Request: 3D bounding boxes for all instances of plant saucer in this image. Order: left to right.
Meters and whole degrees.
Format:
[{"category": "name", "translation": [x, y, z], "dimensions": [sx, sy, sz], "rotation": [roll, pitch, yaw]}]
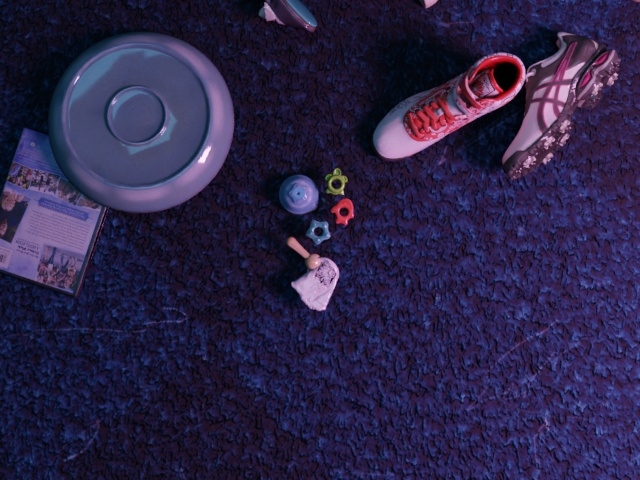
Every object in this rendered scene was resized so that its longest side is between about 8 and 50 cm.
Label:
[{"category": "plant saucer", "translation": [-0.305, -0.206, 1.360], "dimensions": [0.317, 0.044, 0.318], "rotation": [0, 84, -1]}]

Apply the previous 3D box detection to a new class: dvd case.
[{"category": "dvd case", "translation": [-0.459, -0.048, 1.381], "dimensions": [0.180, 0.022, 0.253], "rotation": [18, 88, 0]}]

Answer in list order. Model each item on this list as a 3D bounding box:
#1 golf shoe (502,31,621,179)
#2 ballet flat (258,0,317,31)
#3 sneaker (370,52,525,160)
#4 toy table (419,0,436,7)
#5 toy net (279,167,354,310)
[{"category": "golf shoe", "translation": [0.377, -0.223, 1.350], "dimensions": [0.120, 0.105, 0.273], "rotation": [38, 84, 19]}, {"category": "ballet flat", "translation": [-0.090, -0.421, 1.370], "dimensions": [0.074, 0.074, 0.203], "rotation": [-39, 94, -1]}, {"category": "sneaker", "translation": [0.205, -0.221, 1.315], "dimensions": [0.270, 0.145, 0.090], "rotation": [-26, 88, 0]}, {"category": "toy table", "translation": [0.129, -0.516, 1.319], "dimensions": [0.274, 0.161, 0.252], "rotation": [-20, 88, 1]}, {"category": "toy net", "translation": [0.000, 0.000, 1.364], "dimensions": [0.122, 0.045, 0.232], "rotation": [-7, 90, -1]}]
